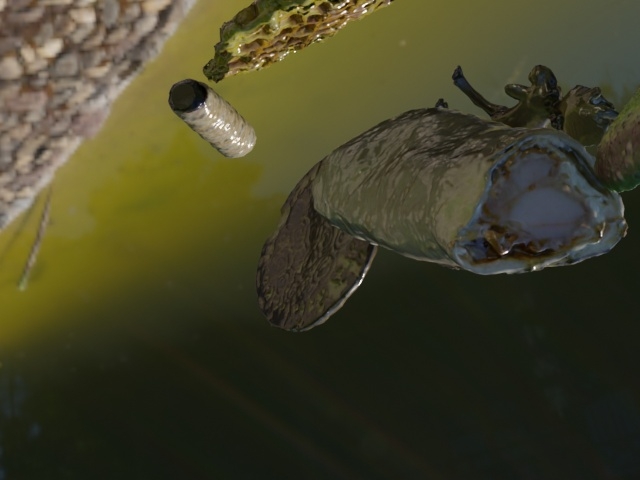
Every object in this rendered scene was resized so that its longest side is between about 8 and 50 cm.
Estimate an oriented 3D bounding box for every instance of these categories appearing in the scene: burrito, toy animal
[{"bbox_3d":[0.103,-0.041,0.964,0.143,0.105,0.299,-25,-165,-14],"label":"burrito"},{"bbox_3d":[0.217,-0.122,1.337,0.186,0.093,0.214,27,149,4],"label":"toy animal"}]

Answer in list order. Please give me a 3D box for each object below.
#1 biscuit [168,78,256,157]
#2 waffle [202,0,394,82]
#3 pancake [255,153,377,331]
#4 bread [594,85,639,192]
[{"bbox_3d":[-0.134,-0.149,1.521,0.061,0.055,0.219,-3,168,14],"label":"biscuit"},{"bbox_3d":[-0.033,-0.265,1.504,0.291,0.051,0.291,-23,178,-1],"label":"waffle"},{"bbox_3d":[-0.001,-0.001,1.190,0.021,0.199,0.199,29,131,-29],"label":"pancake"},{"bbox_3d":[0.262,-0.136,0.683,0.301,0.045,0.301,-44,178,-2],"label":"bread"}]
